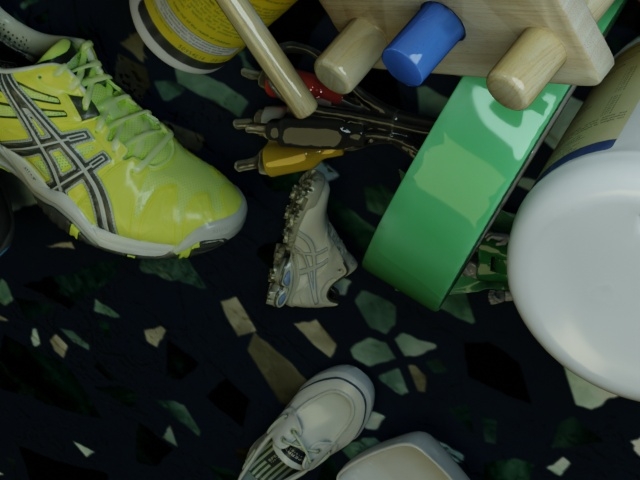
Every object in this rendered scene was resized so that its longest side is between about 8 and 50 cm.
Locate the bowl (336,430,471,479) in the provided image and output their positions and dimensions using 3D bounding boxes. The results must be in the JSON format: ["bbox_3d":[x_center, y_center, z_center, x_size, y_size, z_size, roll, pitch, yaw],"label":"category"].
[{"bbox_3d":[0.106,0.271,2.032,0.142,0.053,0.142,-29,107,42],"label":"bowl"}]

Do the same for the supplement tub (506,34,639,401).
[{"bbox_3d":[0.303,-0.042,1.501,0.228,0.316,0.228,15,130,19],"label":"supplement tub"}]

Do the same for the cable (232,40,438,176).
[{"bbox_3d":[0.050,-0.118,1.785,0.287,0.072,0.139,6,104,10],"label":"cable"}]

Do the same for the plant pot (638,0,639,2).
[{"bbox_3d":[0.323,-0.259,1.374,0.291,0.291,0.203,-7,136,33],"label":"plant pot"}]

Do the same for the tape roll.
[{"bbox_3d":[0.148,-0.094,1.546,0.077,0.321,0.321,32,133,4],"label":"tape roll"}]

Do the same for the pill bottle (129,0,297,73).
[{"bbox_3d":[-0.073,-0.251,1.690,0.119,0.119,0.208,46,133,-9],"label":"pill bottle"}]

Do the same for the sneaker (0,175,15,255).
[{"bbox_3d":[-0.458,-0.104,1.974,0.125,0.139,0.341,-38,101,3],"label":"sneaker"}]

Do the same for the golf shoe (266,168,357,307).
[{"bbox_3d":[0.000,0.000,1.892,0.086,0.069,0.176,11,135,-4],"label":"golf shoe"}]

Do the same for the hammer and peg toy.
[{"bbox_3d":[0.029,-0.219,1.351,0.361,0.127,0.266,10,143,49],"label":"hammer and peg toy"}]

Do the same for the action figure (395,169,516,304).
[{"bbox_3d":[0.179,0.017,1.796,0.232,0.063,0.137,10,125,18],"label":"action figure"}]

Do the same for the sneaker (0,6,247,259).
[{"bbox_3d":[-0.245,-0.114,1.876,0.384,0.145,0.147,28,133,6],"label":"sneaker"}]

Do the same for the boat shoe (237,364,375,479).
[{"bbox_3d":[-0.017,0.223,2.048,0.083,0.076,0.226,37,133,-1],"label":"boat shoe"}]
